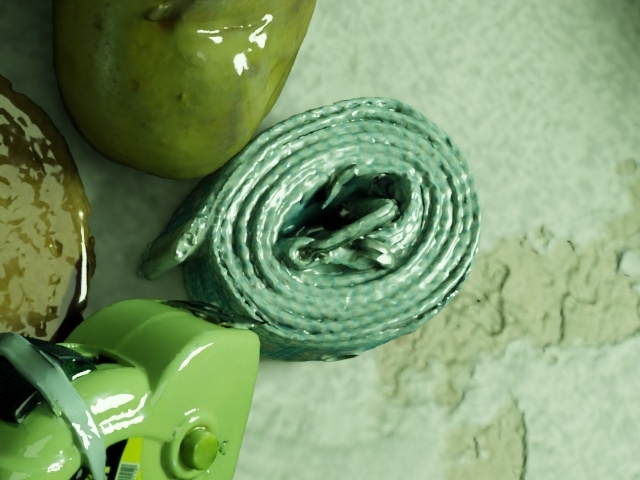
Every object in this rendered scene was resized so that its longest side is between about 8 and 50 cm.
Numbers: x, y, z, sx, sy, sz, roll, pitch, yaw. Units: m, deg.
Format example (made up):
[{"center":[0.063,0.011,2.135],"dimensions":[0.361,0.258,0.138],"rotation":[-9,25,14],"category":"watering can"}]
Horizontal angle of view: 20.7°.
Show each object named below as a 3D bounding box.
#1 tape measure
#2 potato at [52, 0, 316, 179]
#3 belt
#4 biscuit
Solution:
[{"center":[-0.122,0.128,0.854],"dimensions":[0.175,0.106,0.200],"rotation":[4,103,-48],"category":"tape measure"},{"center":[-0.074,-0.134,0.902],"dimensions":[0.154,0.137,0.200],"rotation":[-30,131,-55],"category":"potato"},{"center":[0.007,-0.004,0.964],"dimensions":[0.147,0.082,0.163],"rotation":[41,67,-8],"category":"belt"},{"center":[-0.219,0.004,0.886],"dimensions":[0.226,0.042,0.226],"rotation":[3,81,-21],"category":"biscuit"}]
